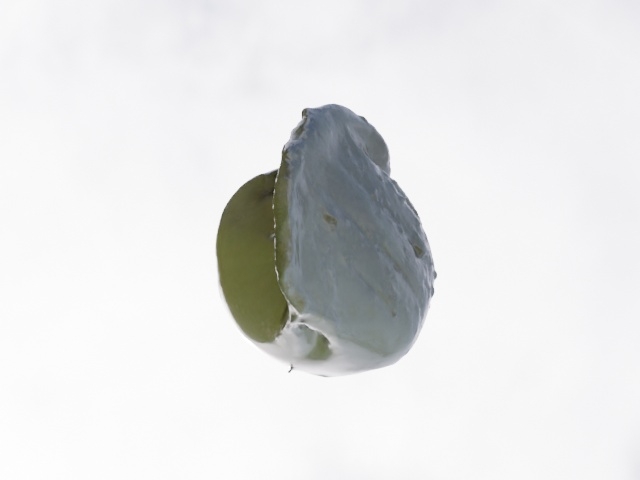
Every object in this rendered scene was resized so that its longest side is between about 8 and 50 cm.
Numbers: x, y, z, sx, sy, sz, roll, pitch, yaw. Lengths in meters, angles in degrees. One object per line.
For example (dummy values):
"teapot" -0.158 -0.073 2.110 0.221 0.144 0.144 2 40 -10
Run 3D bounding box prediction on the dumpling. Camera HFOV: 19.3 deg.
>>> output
"dumpling" 0.001 0.000 1.017 0.092 0.176 0.150 -15 -100 39
